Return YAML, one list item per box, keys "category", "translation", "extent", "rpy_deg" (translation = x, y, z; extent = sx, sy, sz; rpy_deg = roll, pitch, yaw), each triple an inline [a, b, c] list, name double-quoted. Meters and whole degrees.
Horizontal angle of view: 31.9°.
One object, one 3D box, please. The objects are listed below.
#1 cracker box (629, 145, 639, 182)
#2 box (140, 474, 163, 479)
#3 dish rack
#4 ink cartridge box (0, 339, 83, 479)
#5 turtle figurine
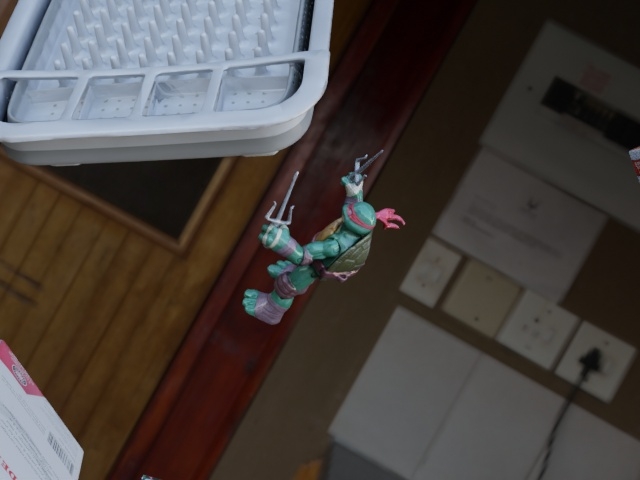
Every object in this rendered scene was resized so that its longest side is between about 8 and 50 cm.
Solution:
- category: "cracker box"
  translation: [0.454, -0.013, 1.284]
  extent: [0.156, 0.067, 0.232]
  rpy_deg: [180, -112, -78]
- category: "box"
  translation: [-0.108, 0.423, 1.382]
  extent: [0.293, 0.057, 0.201]
  rpy_deg: [18, 39, -7]
- category: "dish rack"
  translation: [-0.125, -0.173, 0.965]
  extent: [0.286, 0.332, 0.072]
  rpy_deg: [-3, -45, 8]
- category: "ink cartridge box"
  translation: [-0.309, 0.213, 1.052]
  extent: [0.158, 0.092, 0.218]
  rpy_deg: [59, 2, -17]
- category: "turtle figurine"
  translation: [0.000, 0.000, 1.338]
  extent: [0.175, 0.234, 0.118]
  rpy_deg: [-21, 68, -47]
